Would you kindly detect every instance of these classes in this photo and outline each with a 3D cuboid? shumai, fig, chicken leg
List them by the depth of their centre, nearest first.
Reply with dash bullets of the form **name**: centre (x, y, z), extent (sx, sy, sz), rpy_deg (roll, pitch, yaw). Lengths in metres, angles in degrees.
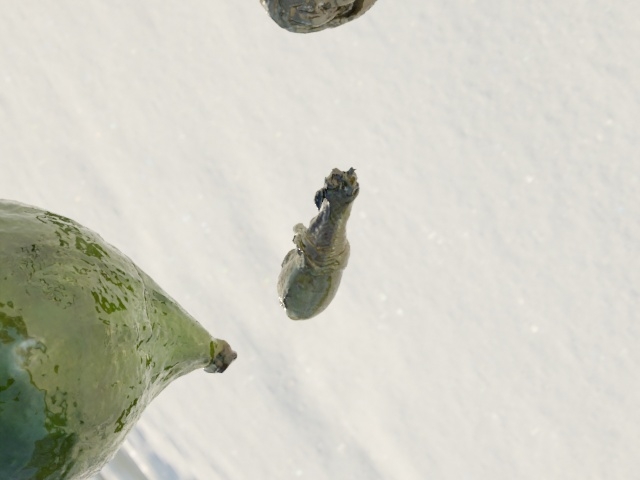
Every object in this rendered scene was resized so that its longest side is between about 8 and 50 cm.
- **fig**: centre (-0.171, 0.064, 0.862), extent (0.203, 0.235, 0.203), rpy_deg (15, 110, 48)
- **shumai**: centre (0.010, -0.247, 1.064), extent (0.145, 0.145, 0.116), rpy_deg (54, 149, 1)
- **chicken leg**: centre (0.000, 0.000, 1.809), extent (0.088, 0.103, 0.228), rpy_deg (15, 104, 1)
